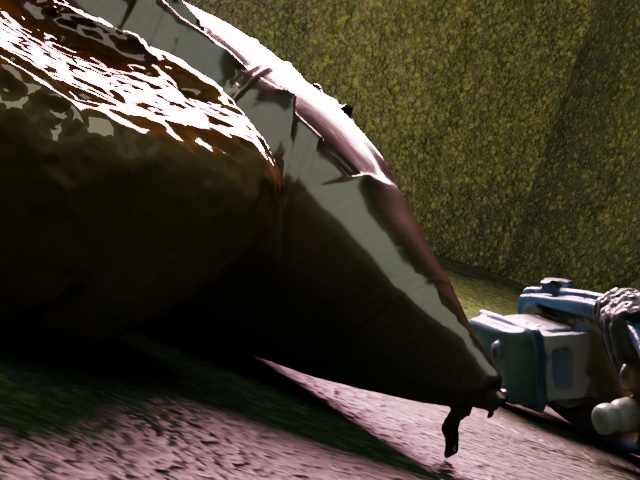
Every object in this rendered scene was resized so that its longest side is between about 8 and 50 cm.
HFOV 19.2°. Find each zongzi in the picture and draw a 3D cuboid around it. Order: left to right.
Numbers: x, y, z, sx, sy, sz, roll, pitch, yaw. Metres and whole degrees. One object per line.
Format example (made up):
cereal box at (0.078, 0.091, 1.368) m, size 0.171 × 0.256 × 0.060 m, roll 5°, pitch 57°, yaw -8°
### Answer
zongzi at (0.000, 0.000, 1.194) m, size 0.418 × 0.181 × 0.447 m, roll 36°, pitch 7°, yaw 22°

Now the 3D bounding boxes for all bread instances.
bread at (-0.146, -0.042, 0.904) m, size 0.244 × 0.134 × 0.244 m, roll 23°, pitch 15°, yaw -7°

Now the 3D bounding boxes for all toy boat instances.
toy boat at (0.178, 0.086, 1.258) m, size 0.098 × 0.109 × 0.238 m, roll -4°, pitch 9°, yaw -22°
